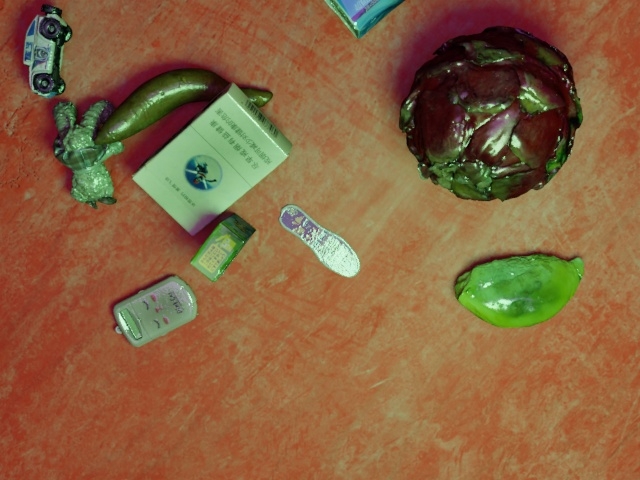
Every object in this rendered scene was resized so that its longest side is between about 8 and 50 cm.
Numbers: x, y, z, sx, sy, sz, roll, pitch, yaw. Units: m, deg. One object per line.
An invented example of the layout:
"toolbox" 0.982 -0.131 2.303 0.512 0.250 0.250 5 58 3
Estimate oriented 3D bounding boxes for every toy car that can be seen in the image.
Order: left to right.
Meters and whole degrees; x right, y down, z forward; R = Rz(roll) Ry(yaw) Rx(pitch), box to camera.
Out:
"toy car" -0.514 -0.355 1.646 0.071 0.080 0.170 9 97 -1

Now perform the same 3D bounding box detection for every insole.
"insole" 0.000 0.000 1.727 0.197 0.004 0.065 41 96 -5

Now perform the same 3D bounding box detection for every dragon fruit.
"dragon fruit" 0.305 -0.221 1.555 0.329 0.329 0.329 0 97 0

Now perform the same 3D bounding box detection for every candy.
"candy" -0.178 0.010 1.633 0.062 0.194 0.097 37 96 -3

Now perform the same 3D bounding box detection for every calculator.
"calculator" -0.327 0.140 1.732 0.175 0.032 0.100 -27 96 4

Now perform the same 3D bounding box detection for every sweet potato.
"sweet potato" -0.266 -0.267 1.656 0.346 0.079 0.108 -16 89 -11

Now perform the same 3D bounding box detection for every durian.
"durian" 0.385 0.098 1.688 0.250 0.101 0.139 -2 97 1

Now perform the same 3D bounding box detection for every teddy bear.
"teddy bear" -0.440 -0.162 1.655 0.133 0.111 0.213 -7 96 5

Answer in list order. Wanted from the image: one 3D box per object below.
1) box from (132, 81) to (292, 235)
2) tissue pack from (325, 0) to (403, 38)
"box" -0.200 -0.147 1.630 0.256 0.069 0.164 -38 108 21
"tissue pack" 0.108 -0.527 1.589 0.263 0.146 0.198 -39 95 5
